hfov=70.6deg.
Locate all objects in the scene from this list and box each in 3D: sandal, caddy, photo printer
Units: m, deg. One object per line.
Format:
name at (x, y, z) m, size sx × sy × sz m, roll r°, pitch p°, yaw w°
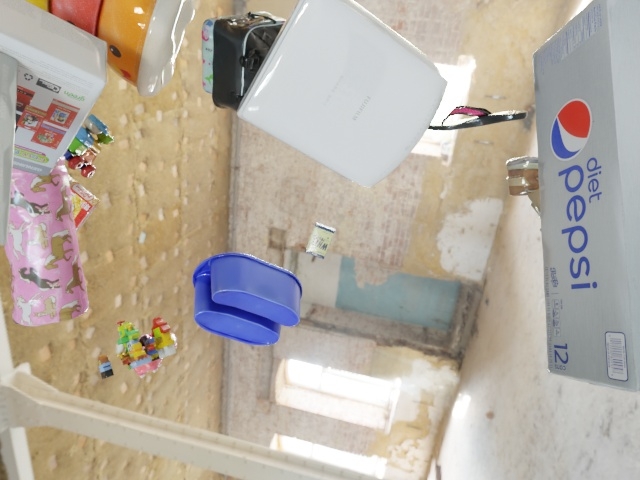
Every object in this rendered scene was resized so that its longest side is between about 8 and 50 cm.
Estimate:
sandal at (0.285, -0.234, 0.839) m, size 0.067 × 0.179 × 0.040 m, roll -47°, pitch -51°, yaw -57°
caddy at (-0.214, 0.165, 1.343) m, size 0.241 × 0.341 × 0.179 m, roll -45°, pitch 34°, yaw 33°
photo printer at (0.048, -0.249, 0.786) m, size 0.256 × 0.308 × 0.107 m, roll -54°, pitch 23°, yaw 22°

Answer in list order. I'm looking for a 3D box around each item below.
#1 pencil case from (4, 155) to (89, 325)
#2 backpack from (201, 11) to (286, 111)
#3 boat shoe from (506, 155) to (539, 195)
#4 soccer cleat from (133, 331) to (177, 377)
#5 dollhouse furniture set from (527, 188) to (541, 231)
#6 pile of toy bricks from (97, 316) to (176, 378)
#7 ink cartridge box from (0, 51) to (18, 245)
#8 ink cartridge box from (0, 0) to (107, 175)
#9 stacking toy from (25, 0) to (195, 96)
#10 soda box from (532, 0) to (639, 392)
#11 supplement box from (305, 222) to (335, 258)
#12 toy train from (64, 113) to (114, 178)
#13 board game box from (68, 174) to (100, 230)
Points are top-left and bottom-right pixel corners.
pencil case at (-0.613, -0.009, 0.983) m, size 0.160 × 0.167 × 0.386 m, roll -87°, pitch -2°, yaw -72°
backpack at (-0.163, -0.443, 1.113) m, size 0.253 × 0.191 × 0.225 m, roll -38°, pitch -30°, yaw -42°
boat shoe at (0.641, -0.141, 1.201) m, size 0.123 × 0.325 × 0.116 m, roll -176°, pitch 93°, yaw -85°
soccer cleat at (-0.457, 0.284, 1.237) m, size 0.248 × 0.083 × 0.095 m, roll -111°, pitch 0°, yaw -80°
dollhouse furniture set at (0.633, -0.050, 1.023) m, size 0.212 × 0.242 × 0.161 m, roll 42°, pitch -157°, yaw -47°
pile of toy bricks at (-0.402, 0.217, 0.954) m, size 0.118 × 0.212 × 0.105 m, roll -12°, pitch -101°, yaw -46°
ink cartridge box at (-0.581, -0.154, 0.515) m, size 0.385 × 0.091 × 0.308 m, roll 15°, pitch -118°, yaw -54°
ink cartridge box at (-0.570, -0.275, 0.756) m, size 0.309 × 0.272 × 0.130 m, roll 18°, pitch -137°, yaw -43°
stacking toy at (-0.534, -0.561, 0.987) m, size 0.350 × 0.480 × 0.350 m, roll -55°, pitch 24°, yaw 40°
soda box at (0.240, -0.035, 0.351) m, size 0.091 × 0.098 × 0.286 m, roll 132°, pitch 141°, yaw -78°
supplement box at (0.000, 0.000, 1.248) m, size 0.083 × 0.056 × 0.083 m, roll -50°, pitch -19°, yaw -85°
toy train at (-0.637, -0.256, 1.262) m, size 0.143 × 0.105 × 0.248 m, roll -45°, pitch 2°, yaw -10°
board game box at (-0.759, -0.127, 1.309) m, size 0.147 × 0.193 × 0.045 m, roll -41°, pitch 14°, yaw 28°
